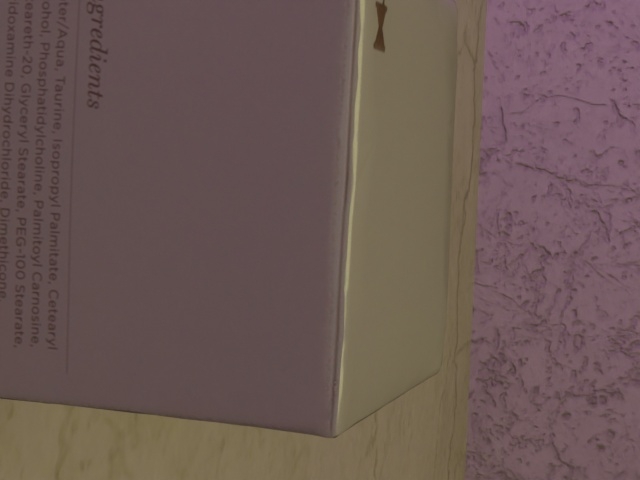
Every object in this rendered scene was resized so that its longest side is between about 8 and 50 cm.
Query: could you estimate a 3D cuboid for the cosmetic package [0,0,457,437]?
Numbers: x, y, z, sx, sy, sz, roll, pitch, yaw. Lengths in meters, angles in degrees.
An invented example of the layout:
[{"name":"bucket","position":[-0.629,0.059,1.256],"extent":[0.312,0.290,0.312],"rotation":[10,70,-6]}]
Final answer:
[{"name":"cosmetic package","position":[-0.121,-0.052,1.080],"extent":[0.329,0.394,0.327],"rotation":[-7,101,-73]}]
